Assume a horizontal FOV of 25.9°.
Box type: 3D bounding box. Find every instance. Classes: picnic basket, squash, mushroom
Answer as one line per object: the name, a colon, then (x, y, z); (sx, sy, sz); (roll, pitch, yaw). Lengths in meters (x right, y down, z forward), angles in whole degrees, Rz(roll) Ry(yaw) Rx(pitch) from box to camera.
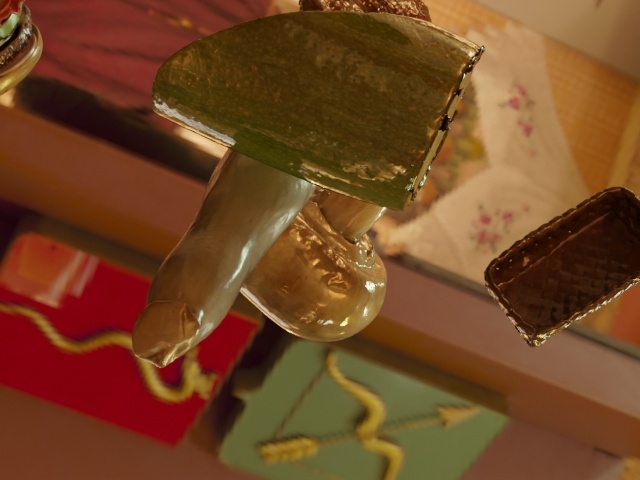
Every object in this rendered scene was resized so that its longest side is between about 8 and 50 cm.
picnic basket: (0.268, 0.028, 1.454); (0.110, 0.193, 0.055); (55, -11, 26)
squash: (0.000, -0.150, 1.293); (0.189, 0.260, 0.189); (24, 90, -84)
mushroom: (-0.088, -0.007, 1.376); (0.109, 0.097, 0.351); (-43, -166, 48)
mushroom: (0.000, 0.000, 1.848); (0.234, 0.260, 0.254); (-45, -122, 18)

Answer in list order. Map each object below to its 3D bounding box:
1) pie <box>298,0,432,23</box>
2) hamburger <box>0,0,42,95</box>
pie: (0.052, -0.217, 1.448); (0.046, 0.195, 0.195); (-32, -144, 39)
hamburger: (-0.410, -0.240, 1.646); (0.175, 0.175, 0.137); (-86, 160, -47)
